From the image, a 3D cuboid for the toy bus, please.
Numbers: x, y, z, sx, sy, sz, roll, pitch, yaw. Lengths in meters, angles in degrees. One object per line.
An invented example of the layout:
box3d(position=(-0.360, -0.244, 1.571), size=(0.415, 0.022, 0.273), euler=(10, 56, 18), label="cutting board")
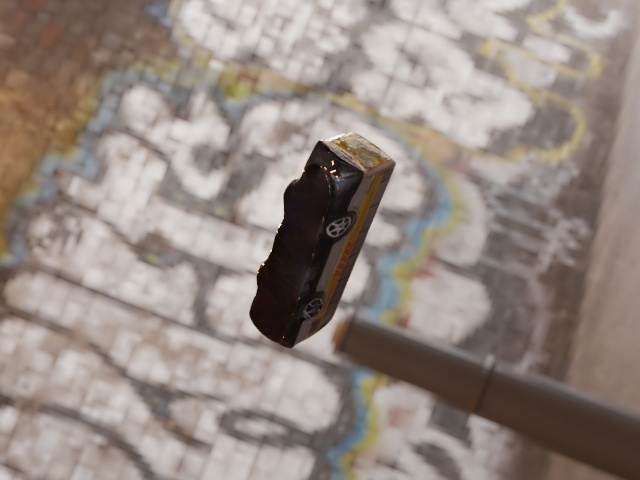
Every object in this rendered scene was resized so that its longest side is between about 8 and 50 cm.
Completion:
box3d(position=(0.000, 0.000, 1.415), size=(0.072, 0.057, 0.172), euler=(-24, -36, -47), label="toy bus")
